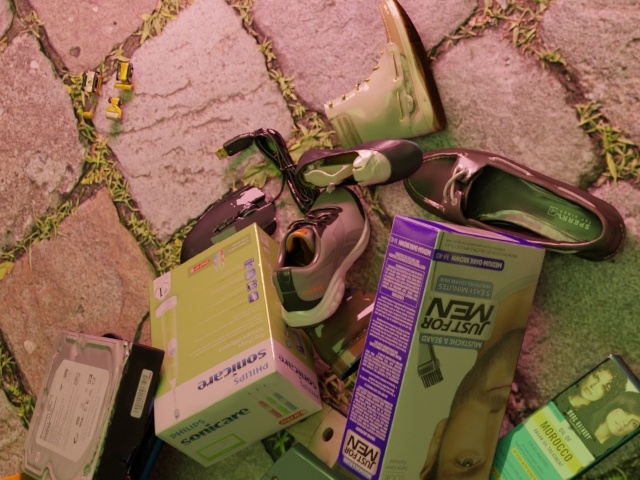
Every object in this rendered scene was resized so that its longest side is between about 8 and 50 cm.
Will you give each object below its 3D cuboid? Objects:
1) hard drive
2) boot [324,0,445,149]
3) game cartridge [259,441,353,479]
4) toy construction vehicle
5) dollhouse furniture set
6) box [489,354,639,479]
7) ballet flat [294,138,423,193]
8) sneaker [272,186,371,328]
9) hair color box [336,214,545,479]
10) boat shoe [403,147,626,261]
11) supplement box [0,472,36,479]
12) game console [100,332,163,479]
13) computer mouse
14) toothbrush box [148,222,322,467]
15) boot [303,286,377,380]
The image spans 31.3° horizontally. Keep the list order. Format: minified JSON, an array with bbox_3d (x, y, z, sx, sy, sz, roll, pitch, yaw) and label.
[{"bbox_3d":[-0.350,0.258,1.704,0.339,0.064,0.237,-1,72,61],"label":"hard drive"},{"bbox_3d":[0.079,-0.238,1.687,0.165,0.077,0.213,-20,82,22],"label":"boot"},{"bbox_3d":[-0.033,0.445,1.633,0.198,0.062,0.297,35,112,26],"label":"game cartridge"},{"bbox_3d":[-0.353,-0.249,1.910,0.086,0.035,0.098,6,89,14],"label":"toy construction vehicle"},{"bbox_3d":[0.070,0.233,1.591,0.184,0.129,0.129,-57,39,-3],"label":"dollhouse furniture set"},{"bbox_3d":[0.327,0.264,1.522,0.244,0.060,0.100,-41,70,15],"label":"box"},{"bbox_3d":[0.048,-0.102,1.648,0.203,0.074,0.074,-2,83,31],"label":"ballet flat"},{"bbox_3d":[0.000,0.000,1.619,0.100,0.108,0.271,-9,36,23],"label":"sneaker"},{"bbox_3d":[0.156,0.151,1.478,0.110,0.185,0.339,24,103,56],"label":"hair color box"},{"bbox_3d":[0.257,-0.058,1.574,0.335,0.095,0.112,20,92,25],"label":"boat shoe"},{"bbox_3d":[-0.496,0.569,1.757,0.195,0.194,0.356,-41,69,30],"label":"supplement box"},{"bbox_3d":[-0.337,0.319,1.759,0.173,0.250,0.293,24,94,-2],"label":"game console"},{"bbox_3d":[-0.142,-0.060,1.773,0.262,0.060,0.184,-34,72,16],"label":"computer mouse"},{"bbox_3d":[-0.129,0.147,1.645,0.206,0.122,0.283,-30,42,18],"label":"toothbrush box"},{"bbox_3d":[0.071,0.086,1.613,0.219,0.082,0.106,-42,75,-17],"label":"boot"}]
